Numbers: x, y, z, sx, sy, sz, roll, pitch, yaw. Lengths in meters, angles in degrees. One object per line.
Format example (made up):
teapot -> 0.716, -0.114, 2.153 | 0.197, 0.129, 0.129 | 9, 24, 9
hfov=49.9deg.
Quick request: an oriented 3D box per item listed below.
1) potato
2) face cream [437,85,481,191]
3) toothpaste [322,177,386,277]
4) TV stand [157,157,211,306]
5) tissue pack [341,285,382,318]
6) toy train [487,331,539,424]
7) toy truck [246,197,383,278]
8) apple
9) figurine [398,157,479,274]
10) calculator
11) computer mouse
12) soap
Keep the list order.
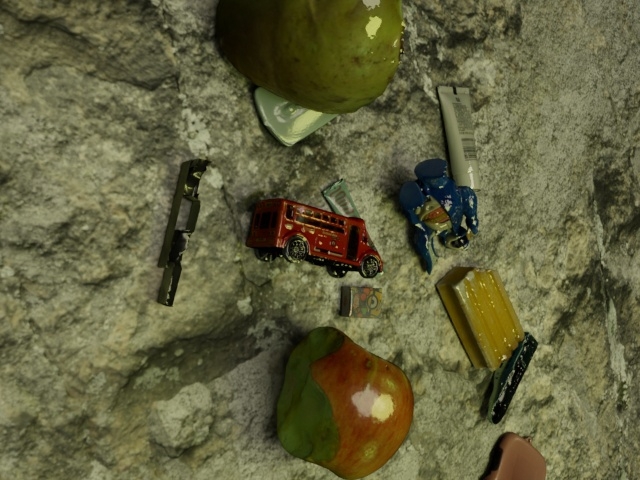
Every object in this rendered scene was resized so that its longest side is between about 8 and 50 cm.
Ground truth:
potato -> -0.024, -0.374, 1.103 | 0.213, 0.280, 0.330 | -20, 86, -25
face cream -> 0.313, -0.226, 1.540 | 0.092, 0.058, 0.243 | -4, 85, -31
toothpaste -> 0.070, -0.021, 1.357 | 0.056, 0.036, 0.205 | -37, 106, -31
TV stand -> -0.227, -0.016, 1.126 | 0.042, 0.036, 0.249 | 19, 77, -37
tissue pack -> 0.080, 0.122, 1.357 | 0.083, 0.035, 0.063 | 8, 83, -35
toy train -> 0.437, 0.321, 1.610 | 0.052, 0.051, 0.234 | 44, 67, -27
toy truck -> 0.000, 0.000, 1.254 | 0.253, 0.107, 0.114 | 13, 80, -36
apple -> 0.031, 0.284, 1.185 | 0.246, 0.246, 0.226 | 34, 83, -31
figurine -> 0.246, -0.060, 1.447 | 0.164, 0.120, 0.262 | -33, 133, -8
calculator -> 0.442, 0.611, 1.606 | 0.220, 0.048, 0.329 | 39, 64, -28
computer mouse -> -0.017, -0.275, 1.276 | 0.231, 0.079, 0.128 | -44, 110, -26
soap -> 0.363, 0.160, 1.546 | 0.140, 0.073, 0.232 | -39, 111, -33
